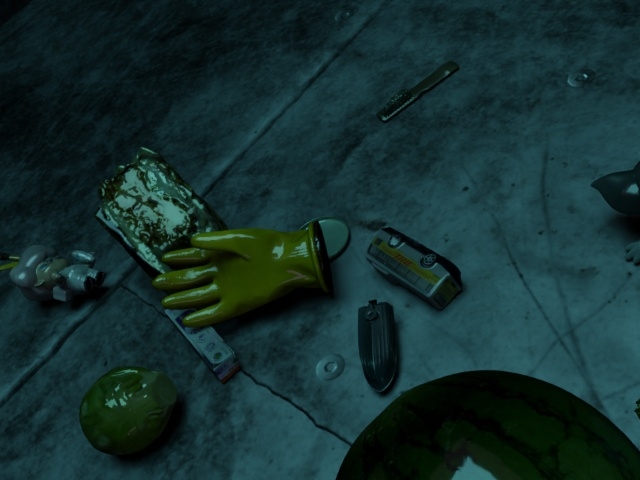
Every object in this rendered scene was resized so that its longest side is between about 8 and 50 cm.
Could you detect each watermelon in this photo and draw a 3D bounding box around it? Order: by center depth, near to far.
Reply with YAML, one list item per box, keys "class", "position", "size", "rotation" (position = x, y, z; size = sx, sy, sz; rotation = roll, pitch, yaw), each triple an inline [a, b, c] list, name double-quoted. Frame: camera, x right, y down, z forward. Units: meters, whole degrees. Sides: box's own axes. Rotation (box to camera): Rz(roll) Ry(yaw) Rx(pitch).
- class: "watermelon"
  position: [0.183, 0.308, 0.833]
  size: [0.363, 0.363, 0.363]
  rotation: [-16, 44, 16]

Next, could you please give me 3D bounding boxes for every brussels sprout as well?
- class: "brussels sprout"
  position: [-0.306, 0.263, 1.324]
  size: [0.155, 0.117, 0.155]
  rotation: [-24, 39, 22]

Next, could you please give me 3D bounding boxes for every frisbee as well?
- class: "frisbee"
  position: [0.000, 0.000, 1.480]
  size: [0.110, 0.014, 0.110]
  rotation: [-15, 44, 15]

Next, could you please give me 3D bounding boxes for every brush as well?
- class: "brush"
  position: [0.189, -0.300, 1.653]
  size: [0.190, 0.028, 0.034]
  rotation: [-36, 44, -7]

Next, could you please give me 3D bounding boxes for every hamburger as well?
- class: "hamburger"
  position: [-0.286, -0.029, 1.554]
  size: [0.167, 0.192, 0.288]
  rotation: [-43, 75, -5]

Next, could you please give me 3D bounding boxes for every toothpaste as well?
- class: "toothpaste"
  position: [-0.199, 0.164, 1.417]
  size: [0.047, 0.040, 0.196]
  rotation: [-37, 42, -14]

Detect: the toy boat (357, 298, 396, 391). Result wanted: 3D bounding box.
- class: "toy boat"
  position: [0.085, 0.159, 1.248]
  size: [0.055, 0.060, 0.141]
  rotation: [-14, 51, 18]

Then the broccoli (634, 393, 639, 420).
- class: "broccoli"
  position: [0.419, 0.207, 0.864]
  size: [0.269, 0.269, 0.254]
  rotation: [-39, 35, -9]

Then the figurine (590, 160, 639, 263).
- class: "figurine"
  position: [0.492, -0.030, 1.144]
  size: [0.193, 0.140, 0.265]
  rotation: [-31, 24, 25]

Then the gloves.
- class: "gloves"
  position: [-0.134, 0.057, 1.389]
  size: [0.294, 0.116, 0.133]
  rotation: [-12, 68, 6]

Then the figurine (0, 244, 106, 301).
- class: "figurine"
  position: [-0.523, 0.067, 1.649]
  size: [0.228, 0.112, 0.137]
  rotation: [7, 26, 26]

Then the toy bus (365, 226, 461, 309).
- class: "toy bus"
  position: [0.143, 0.042, 1.327]
  size: [0.072, 0.057, 0.172]
  rotation: [-50, 44, -8]
